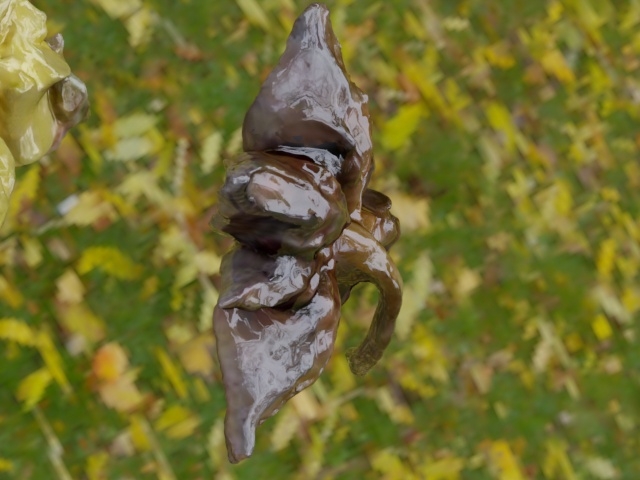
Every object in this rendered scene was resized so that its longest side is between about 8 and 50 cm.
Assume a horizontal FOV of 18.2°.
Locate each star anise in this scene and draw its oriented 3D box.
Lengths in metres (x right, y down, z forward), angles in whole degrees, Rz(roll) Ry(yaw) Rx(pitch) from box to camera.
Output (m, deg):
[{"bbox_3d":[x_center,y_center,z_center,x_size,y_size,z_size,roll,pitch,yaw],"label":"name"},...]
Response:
[{"bbox_3d":[-0.002,0.000,1.427,0.292,0.109,0.349,-40,140,-49],"label":"star anise"}]

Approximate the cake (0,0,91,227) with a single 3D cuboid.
[{"bbox_3d":[-0.306,-0.079,1.296,0.286,0.222,0.227,19,41,9],"label":"cake"}]
